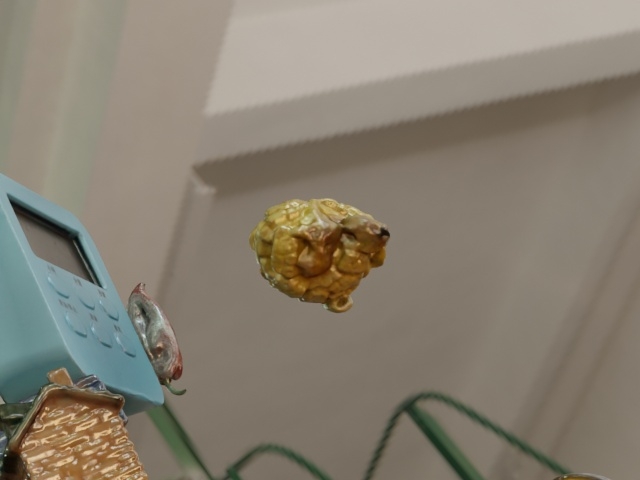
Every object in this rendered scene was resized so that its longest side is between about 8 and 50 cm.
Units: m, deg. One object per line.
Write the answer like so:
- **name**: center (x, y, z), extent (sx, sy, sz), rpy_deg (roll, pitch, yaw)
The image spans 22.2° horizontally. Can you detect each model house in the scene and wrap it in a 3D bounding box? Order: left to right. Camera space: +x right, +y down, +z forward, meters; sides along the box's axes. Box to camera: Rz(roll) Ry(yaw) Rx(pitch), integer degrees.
- **model house**: center (-0.218, 0.189, 1.327), extent (0.166, 0.172, 0.183), rpy_deg (-17, -11, -21)

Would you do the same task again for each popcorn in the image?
- **popcorn**: center (-0.003, 0.014, 2.309), extent (0.194, 0.140, 0.163), rpy_deg (-7, -45, -19)

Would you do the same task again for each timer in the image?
- **timer**: center (-0.266, 0.057, 1.683), extent (0.091, 0.250, 0.232), rpy_deg (-21, -18, 13)

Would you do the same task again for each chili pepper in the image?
- **chili pepper**: center (-0.193, 0.113, 1.872), extent (0.050, 0.153, 0.041), rpy_deg (-15, -22, -15)

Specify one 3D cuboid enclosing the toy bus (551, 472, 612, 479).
- **toy bus**: center (0.262, 0.364, 1.773), extent (0.136, 0.126, 0.209), rpy_deg (-1, -90, -40)
